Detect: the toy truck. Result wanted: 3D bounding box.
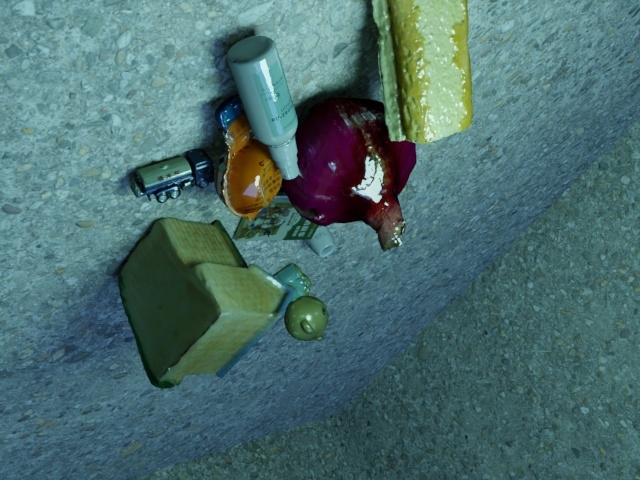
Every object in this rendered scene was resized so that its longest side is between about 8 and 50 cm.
[{"bbox_3d":[-0.357,-0.158,1.631,0.201,0.074,0.088,-21,142,-24],"label":"toy truck"}]

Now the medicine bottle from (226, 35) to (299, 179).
[{"bbox_3d":[-0.111,-0.285,1.540,0.110,0.110,0.352,-29,136,-11],"label":"medicine bottle"}]

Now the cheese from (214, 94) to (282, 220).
[{"bbox_3d":[-0.183,-0.194,1.651,0.217,0.129,0.330,-53,146,-39],"label":"cheese"}]

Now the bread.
[{"bbox_3d":[0.255,-0.436,1.604,0.236,0.165,0.376,-27,118,-32],"label":"bread"}]

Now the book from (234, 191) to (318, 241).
[{"bbox_3d":[-0.109,-0.072,2.048,0.264,0.027,0.202,-2,140,-31],"label":"book"}]

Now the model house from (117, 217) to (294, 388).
[{"bbox_3d":[-0.307,0.159,1.863,0.342,0.382,0.335,8,132,-51],"label":"model house"}]

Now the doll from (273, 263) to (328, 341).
[{"bbox_3d":[-0.074,0.233,2.392,0.161,0.261,0.177,-33,155,1],"label":"doll"}]

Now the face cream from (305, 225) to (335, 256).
[{"bbox_3d":[0.000,0.000,2.272,0.091,0.095,0.091,-26,152,-15],"label":"face cream"}]

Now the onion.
[{"bbox_3d":[0.111,-0.161,1.772,0.398,0.420,0.399,-24,143,-20],"label":"onion"}]
